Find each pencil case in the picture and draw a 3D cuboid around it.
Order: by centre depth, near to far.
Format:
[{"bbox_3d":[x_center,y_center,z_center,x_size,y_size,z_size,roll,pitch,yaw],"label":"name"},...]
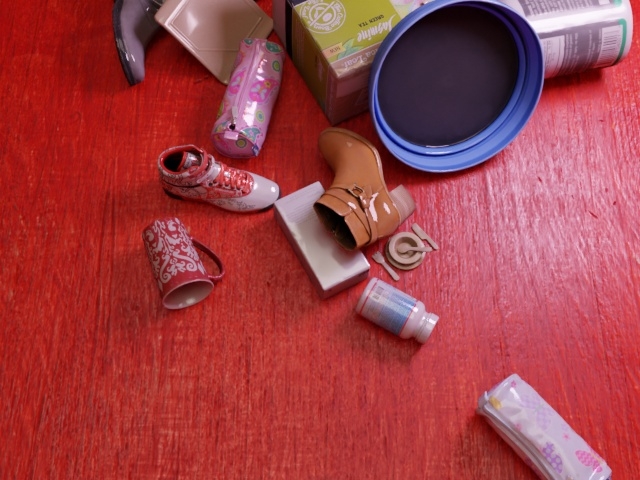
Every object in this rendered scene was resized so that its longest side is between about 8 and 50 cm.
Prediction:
[{"bbox_3d":[0.425,0.388,1.528,0.124,0.113,0.273,-29,69,-35],"label":"pencil case"},{"bbox_3d":[-0.164,-0.326,1.812,0.124,0.124,0.284,13,67,5],"label":"pencil case"}]

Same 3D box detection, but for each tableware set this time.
[{"bbox_3d":[0.152,-0.020,1.733,0.128,0.039,0.194,-37,73,-15],"label":"tableware set"}]

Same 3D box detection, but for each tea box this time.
[{"bbox_3d":[0.100,-0.499,1.829,0.329,0.220,0.323,-27,73,-11],"label":"tea box"}]

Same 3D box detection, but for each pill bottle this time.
[{"bbox_3d":[0.159,0.149,1.638,0.160,0.087,0.087,29,70,10],"label":"pill bottle"},{"bbox_3d":[0.510,-0.476,1.834,0.361,0.204,0.204,-10,68,-5],"label":"pill bottle"}]

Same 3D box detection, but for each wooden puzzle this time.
[{"bbox_3d":[-0.250,-0.521,1.884,0.239,0.044,0.221,40,68,-24],"label":"wooden puzzle"}]

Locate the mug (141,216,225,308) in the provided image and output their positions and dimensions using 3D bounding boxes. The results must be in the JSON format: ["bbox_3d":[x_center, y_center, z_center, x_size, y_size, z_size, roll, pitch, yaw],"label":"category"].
[{"bbox_3d":[-0.298,0.047,1.682,0.113,0.150,0.169,-38,64,24],"label":"mug"}]

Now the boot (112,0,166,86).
[{"bbox_3d":[-0.384,-0.536,1.903,0.223,0.118,0.338,-6,72,-9],"label":"boot"}]

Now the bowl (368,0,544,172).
[{"bbox_3d":[0.286,-0.336,1.702,0.391,0.391,0.077,-14,35,-6],"label":"bowl"}]

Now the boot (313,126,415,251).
[{"bbox_3d":[0.046,-0.108,1.672,0.283,0.109,0.220,51,47,8],"label":"boot"}]

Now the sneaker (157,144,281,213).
[{"bbox_3d":[-0.222,-0.133,1.718,0.270,0.145,0.090,9,68,3],"label":"sneaker"}]

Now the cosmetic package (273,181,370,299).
[{"bbox_3d":[0.000,0.000,1.700,0.117,0.085,0.231,-25,72,-11],"label":"cosmetic package"}]

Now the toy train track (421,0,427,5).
[{"bbox_3d":[0.249,-0.490,1.707,0.048,0.014,0.083,-34,74,-15],"label":"toy train track"}]
